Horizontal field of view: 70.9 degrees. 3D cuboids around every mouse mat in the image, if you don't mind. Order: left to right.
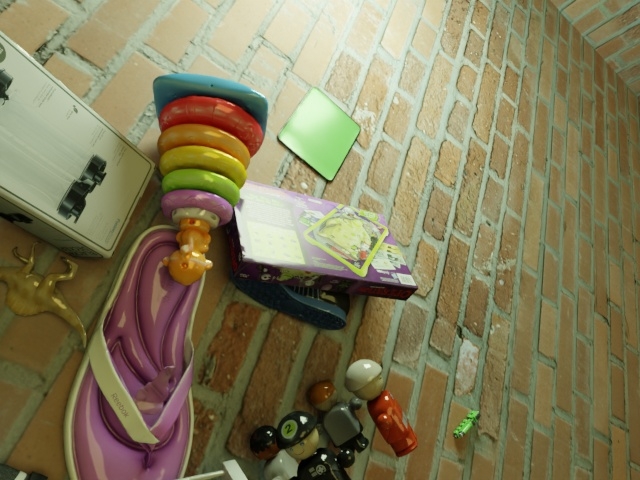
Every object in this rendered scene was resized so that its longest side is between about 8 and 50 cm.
[{"bbox_3d":[0.003,-0.234,0.975,0.152,0.007,0.190,38,58,-16],"label":"mouse mat"}]

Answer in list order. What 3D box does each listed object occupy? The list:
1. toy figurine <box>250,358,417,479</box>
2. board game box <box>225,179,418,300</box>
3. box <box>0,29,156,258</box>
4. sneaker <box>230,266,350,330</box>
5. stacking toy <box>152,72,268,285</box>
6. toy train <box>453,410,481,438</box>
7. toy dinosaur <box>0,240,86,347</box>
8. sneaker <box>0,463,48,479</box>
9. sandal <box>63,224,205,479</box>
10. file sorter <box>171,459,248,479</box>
[{"bbox_3d":[0.010,0.290,0.671,0.213,0.209,0.148,-30,84,-36],"label":"toy figurine"},{"bbox_3d":[0.000,0.000,0.813,0.346,0.056,0.208,12,44,-29],"label":"board game box"},{"bbox_3d":[-0.366,-0.114,0.562,0.290,0.087,0.169,46,49,-48],"label":"box"},{"bbox_3d":[-0.047,0.075,0.796,0.232,0.081,0.091,31,45,-21],"label":"sneaker"},{"bbox_3d":[-0.179,-0.078,0.679,0.175,0.166,0.302,6,70,-10],"label":"stacking toy"},{"bbox_3d":[0.311,0.388,0.947,0.083,0.023,0.017,-28,90,-37],"label":"toy train"},{"bbox_3d":[-0.370,0.064,0.607,0.183,0.053,0.093,34,71,-8],"label":"toy dinosaur"},{"bbox_3d":[-0.367,0.363,0.478,0.121,0.079,0.217,28,60,-22],"label":"sneaker"},{"bbox_3d":[-0.241,0.166,0.615,0.169,0.102,0.417,11,68,-30],"label":"sandal"},{"bbox_3d":[-0.133,0.406,0.469,0.173,0.277,0.193,2,92,-29],"label":"file sorter"}]
